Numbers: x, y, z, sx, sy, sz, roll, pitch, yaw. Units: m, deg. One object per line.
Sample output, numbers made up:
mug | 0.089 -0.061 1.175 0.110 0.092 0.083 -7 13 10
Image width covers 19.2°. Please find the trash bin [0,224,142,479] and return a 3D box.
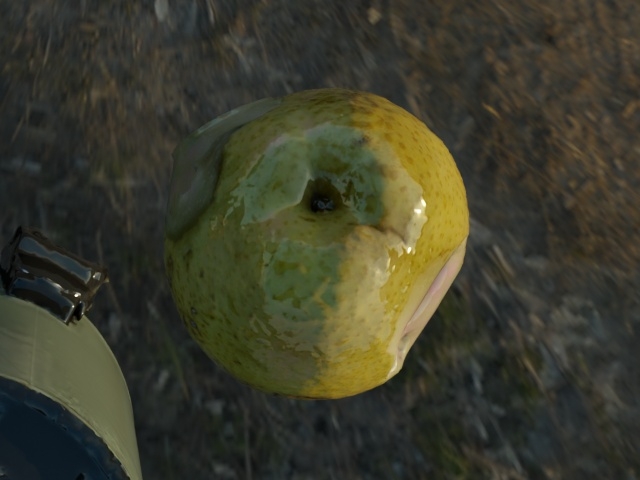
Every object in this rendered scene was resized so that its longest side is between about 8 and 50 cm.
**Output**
trash bin | -0.202 0.140 1.005 0.217 0.262 0.277 27 95 -11

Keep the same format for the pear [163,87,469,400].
pear | 0.000 0.000 1.543 0.271 0.271 0.271 -1 105 -5
